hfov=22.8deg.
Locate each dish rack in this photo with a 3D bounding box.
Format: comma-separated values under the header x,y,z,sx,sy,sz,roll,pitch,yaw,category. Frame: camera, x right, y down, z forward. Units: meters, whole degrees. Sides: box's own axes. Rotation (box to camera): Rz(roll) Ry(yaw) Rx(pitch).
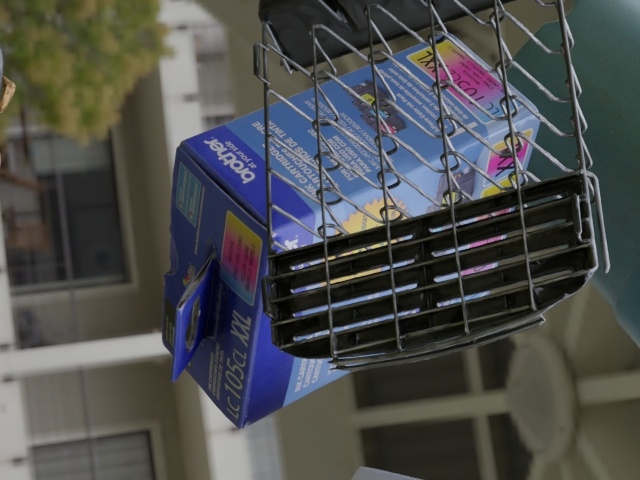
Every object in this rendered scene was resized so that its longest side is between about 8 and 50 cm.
x,y,z,sx,sy,sz,roll,pitch,yaw,category
0.060,-0.058,0.875,0.074,0.208,0.271,39,42,-52,dish rack

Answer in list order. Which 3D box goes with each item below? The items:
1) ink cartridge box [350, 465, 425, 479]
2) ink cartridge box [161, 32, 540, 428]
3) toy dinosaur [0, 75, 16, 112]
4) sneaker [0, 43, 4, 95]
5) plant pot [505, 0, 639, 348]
x,y,z,sx,sy,sz,roll,pitch,yaw,category
0.189,0.398,1.520,0.166,0.395,0.285,-56,-165,-15,ink cartridge box
0.000,0.000,1.520,0.151,0.395,0.270,45,-37,32,ink cartridge box
-0.319,-0.108,1.411,0.211,0.112,0.064,29,-16,30,toy dinosaur
-0.332,-0.056,1.347,0.108,0.100,0.271,-1,111,-76,sneaker
0.363,-0.080,1.703,0.334,0.341,0.341,45,-32,21,plant pot
